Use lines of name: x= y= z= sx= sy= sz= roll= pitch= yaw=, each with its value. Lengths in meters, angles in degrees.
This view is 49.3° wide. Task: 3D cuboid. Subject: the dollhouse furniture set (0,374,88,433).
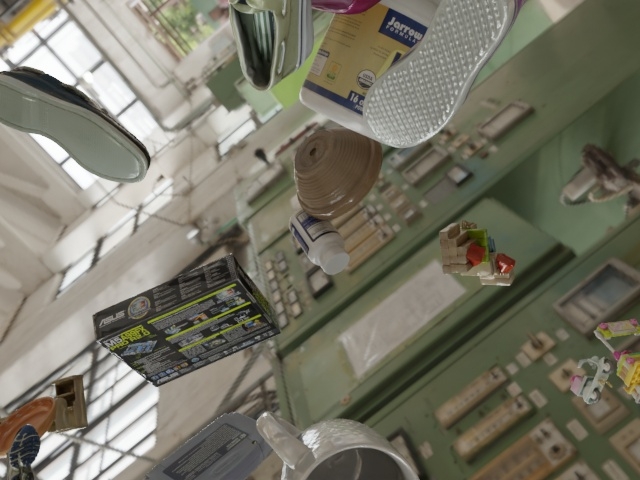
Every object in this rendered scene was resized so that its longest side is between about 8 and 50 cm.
dollhouse furniture set: x=-0.828 y=0.495 z=2.071 sx=0.242 sy=0.212 sz=0.161 roll=11 pitch=-116 yaw=-57

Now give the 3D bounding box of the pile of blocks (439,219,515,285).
pile of blocks: x=0.422 y=0.029 z=1.767 sx=0.362 sy=0.112 sz=0.149 roll=16 pitch=-103 yaw=-56

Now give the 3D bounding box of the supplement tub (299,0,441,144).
supplement tub: x=0.119 y=-0.368 z=1.353 sx=0.228 sy=0.316 sz=0.228 roll=24 pitch=-168 yaw=-6

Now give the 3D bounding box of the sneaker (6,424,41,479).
sneaker: x=-0.533 y=0.379 z=1.232 sx=0.052 sy=0.135 sz=0.058 roll=3 pitch=-160 yaw=-42

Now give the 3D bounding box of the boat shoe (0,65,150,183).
boat shoe: x=-0.397 y=-0.198 z=1.133 sx=0.302 sy=0.114 sz=0.091 roll=31 pitch=-142 yaw=0

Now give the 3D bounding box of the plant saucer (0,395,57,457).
plant saucer: x=-0.759 y=0.483 z=1.786 sx=0.037 sy=0.200 sz=0.200 roll=61 pitch=180 yaw=-22

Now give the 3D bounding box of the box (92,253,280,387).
box: x=-0.232 y=0.151 z=1.258 sx=0.216 sy=0.270 sz=0.060 roll=60 pitch=-173 yaw=-52

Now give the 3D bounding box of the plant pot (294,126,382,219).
plant pot: x=0.017 y=-0.174 z=1.600 sx=0.109 sy=0.237 sz=0.237 roll=34 pitch=-166 yaw=-39

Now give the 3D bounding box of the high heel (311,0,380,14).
high heel: x=-0.038 y=-0.460 z=1.192 sx=0.377 sy=0.181 sz=0.127 roll=46 pitch=139 yaw=42

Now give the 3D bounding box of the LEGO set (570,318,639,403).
LEGO set: x=0.519 y=0.201 z=1.107 sx=0.287 sy=0.132 sz=0.107 roll=16 pitch=-155 yaw=-27

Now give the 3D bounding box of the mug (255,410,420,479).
mug: x=0.012 y=0.504 z=1.534 sx=0.374 sy=0.276 sz=0.328 roll=39 pitch=174 yaw=-8

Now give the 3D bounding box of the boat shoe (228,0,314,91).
boat shoe: x=-0.066 y=-0.310 z=0.840 sx=0.109 sy=0.094 sz=0.302 roll=17 pitch=148 yaw=21

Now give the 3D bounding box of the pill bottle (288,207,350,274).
pill bottle: x=0.000 y=0.000 z=1.664 sx=0.169 sy=0.094 sz=0.094 roll=55 pitch=-174 yaw=37

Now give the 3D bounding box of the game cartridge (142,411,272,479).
game cartridge: x=-0.259 y=0.530 z=1.668 sx=0.198 sy=0.297 sz=0.062 roll=14 pitch=125 yaw=42

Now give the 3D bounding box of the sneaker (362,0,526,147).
sneaker: x=0.165 y=-0.233 z=0.859 sx=0.102 sy=0.161 sz=0.282 roll=40 pitch=141 yaw=-4
